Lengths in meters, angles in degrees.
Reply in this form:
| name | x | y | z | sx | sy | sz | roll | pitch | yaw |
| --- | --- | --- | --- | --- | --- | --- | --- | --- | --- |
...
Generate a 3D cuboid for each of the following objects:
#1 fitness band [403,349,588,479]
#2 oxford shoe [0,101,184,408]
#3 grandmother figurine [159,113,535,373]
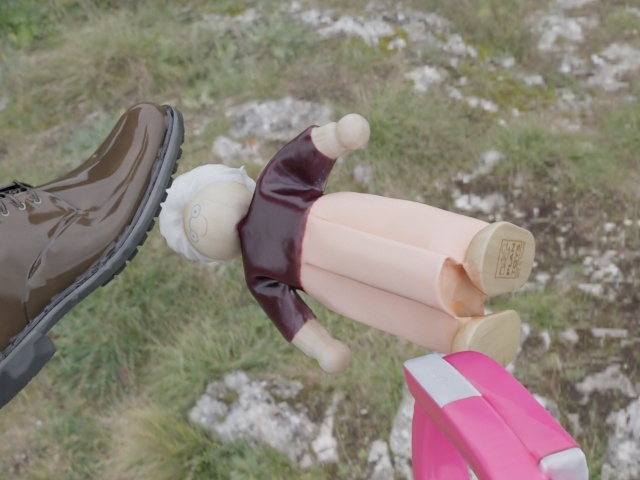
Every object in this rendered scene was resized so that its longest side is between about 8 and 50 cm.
| name | x | y | z | sx | sy | sz | roll | pitch | yaw |
| --- | --- | --- | --- | --- | --- | --- | --- | --- | --- |
| fitness band | 0.114 | 0.184 | 0.649 | 0.054 | 0.209 | 0.291 | -15 | 20 | -9 |
| oxford shoe | -0.168 | -0.007 | 0.647 | 0.227 | 0.096 | 0.083 | -53 | 29 | -16 |
| grandmother figurine | 0.000 | 0.000 | 0.863 | 0.342 | 0.104 | 0.208 | 14 | 90 | 38 |
